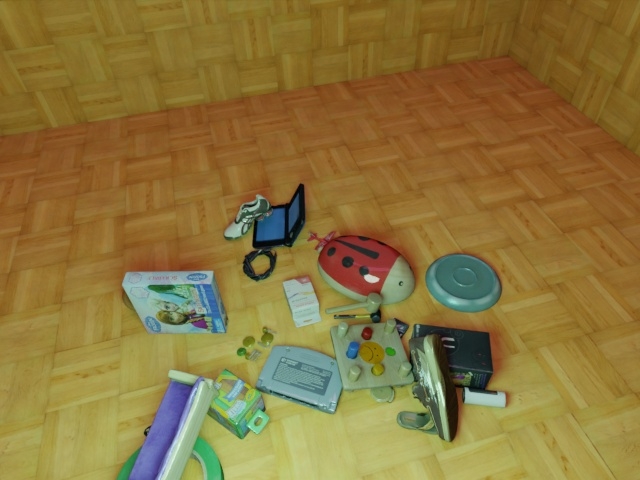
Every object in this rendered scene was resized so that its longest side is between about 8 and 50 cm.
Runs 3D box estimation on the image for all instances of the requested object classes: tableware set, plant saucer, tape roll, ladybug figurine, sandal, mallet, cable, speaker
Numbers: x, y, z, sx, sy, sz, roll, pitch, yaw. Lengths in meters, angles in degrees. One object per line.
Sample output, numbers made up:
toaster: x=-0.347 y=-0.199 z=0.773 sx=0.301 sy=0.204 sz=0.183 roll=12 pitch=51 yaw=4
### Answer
tableware set: x=-0.247 y=0.397 z=1.802 sx=0.104 sy=0.024 sz=0.154 roll=21 pitch=51 yaw=26
plant saucer: x=0.608 y=0.165 z=1.979 sx=0.317 sy=0.044 sz=0.317 roll=-1 pitch=46 yaw=1
tape roll: x=-0.457 y=0.756 z=1.419 sx=0.321 sy=0.077 sz=0.321 roll=-1 pitch=45 yaw=1
ladybug figurine: x=0.186 y=0.102 z=1.973 sx=0.449 sy=0.162 sz=0.305 roll=19 pitch=49 yaw=20
sandal: x=0.346 y=0.599 z=1.556 sx=0.180 sy=0.049 sz=0.072 roll=6 pitch=47 yaw=3
mallet: x=0.148 y=0.306 z=1.857 sx=0.189 sy=0.039 sz=0.062 roll=-6 pitch=23 yaw=2
cable: x=-0.273 y=0.105 z=2.070 sx=0.150 sy=0.047 sz=0.184 roll=2 pitch=46 yaw=4
speaker: x=0.561 y=0.540 z=1.604 sx=0.136 sy=0.055 sz=0.055 roll=5 pitch=46 yaw=7

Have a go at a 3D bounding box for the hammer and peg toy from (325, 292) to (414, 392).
hammer and peg toy: x=0.161 y=0.368 z=1.692 sx=0.266 sy=0.127 sz=0.361 roll=-2 pitch=43 yaw=-13

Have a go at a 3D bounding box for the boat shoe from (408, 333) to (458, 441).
boat shoe: x=0.360 y=0.480 z=1.528 sx=0.123 sy=0.342 sz=0.123 roll=-14 pitch=-2 yaw=34

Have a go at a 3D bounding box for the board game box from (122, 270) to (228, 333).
board game box: x=-0.533 y=0.240 z=1.761 sx=0.318 sy=0.319 sz=0.066 roll=-1 pitch=46 yaw=2

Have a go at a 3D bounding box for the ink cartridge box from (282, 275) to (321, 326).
ink cartridge box: x=-0.074 y=0.248 z=1.907 sx=0.115 sy=0.067 sz=0.198 roll=-14 pitch=47 yaw=-12

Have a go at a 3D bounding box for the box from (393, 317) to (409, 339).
box: x=0.297 y=0.350 z=1.825 sx=0.067 sy=0.018 sz=0.083 roll=27 pitch=52 yaw=26

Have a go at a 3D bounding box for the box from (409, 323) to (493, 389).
box: x=0.459 y=0.415 z=1.667 sx=0.270 sy=0.143 sz=0.165 roll=5 pitch=47 yaw=7

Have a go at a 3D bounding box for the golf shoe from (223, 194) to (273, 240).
golf shoe: x=-0.360 y=-0.113 z=2.206 sx=0.273 sy=0.120 sz=0.105 roll=-37 pitch=43 yaw=-3

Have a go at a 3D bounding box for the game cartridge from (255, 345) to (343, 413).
game cartridge: x=-0.060 y=0.488 z=1.683 sx=0.297 sy=0.062 sz=0.198 roll=13 pitch=43 yaw=15

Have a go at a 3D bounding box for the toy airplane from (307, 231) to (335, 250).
toy airplane: x=0.000 y=0.000 z=2.174 sx=0.151 sy=0.028 sz=0.151 roll=-1 pitch=44 yaw=1

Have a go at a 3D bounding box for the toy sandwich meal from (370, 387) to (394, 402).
toy sandwich meal: x=0.217 y=0.536 z=1.641 sx=0.085 sy=0.029 sz=0.085 roll=-4 pitch=44 yaw=3

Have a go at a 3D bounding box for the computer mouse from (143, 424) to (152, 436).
computer mouse: x=-0.492 y=0.593 z=1.605 sx=0.242 sy=0.041 sz=0.071 roll=-31 pitch=53 yaw=-24

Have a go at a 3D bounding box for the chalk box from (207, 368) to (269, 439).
chalk box: x=-0.273 y=0.560 z=1.564 sx=0.213 sy=0.132 sz=0.132 roll=24 pitch=52 yaw=24

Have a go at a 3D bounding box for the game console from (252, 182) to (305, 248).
game console: x=-0.196 y=-0.119 z=2.208 sx=0.173 sy=0.250 sz=0.293 roll=16 pitch=42 yaw=-20

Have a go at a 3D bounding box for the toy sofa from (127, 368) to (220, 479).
toy sofa: x=-0.447 y=0.574 z=1.381 sx=0.150 sy=0.177 sz=0.362 roll=11 pitch=58 yaw=12

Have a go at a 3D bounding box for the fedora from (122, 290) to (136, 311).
fedora: x=-0.714 y=0.238 z=1.935 sx=0.194 sy=0.079 sz=0.194 roll=3 pitch=47 yaw=-3
